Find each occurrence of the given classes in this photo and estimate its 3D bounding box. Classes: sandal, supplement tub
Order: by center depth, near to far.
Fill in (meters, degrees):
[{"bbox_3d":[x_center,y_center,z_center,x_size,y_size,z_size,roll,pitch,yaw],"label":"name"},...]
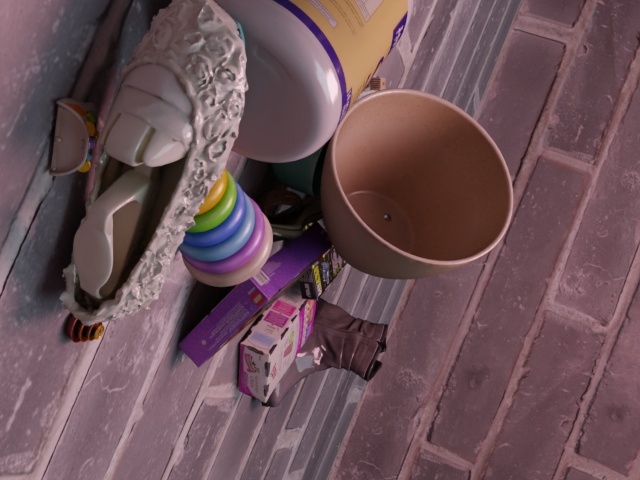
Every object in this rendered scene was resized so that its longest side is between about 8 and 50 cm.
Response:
[{"bbox_3d":[-0.025,-0.285,1.124,0.331,0.241,0.241,-57,160,-36],"label":"supplement tub"},{"bbox_3d":[-0.076,-0.050,1.554,0.303,0.120,0.086,-38,115,-66],"label":"sandal"}]

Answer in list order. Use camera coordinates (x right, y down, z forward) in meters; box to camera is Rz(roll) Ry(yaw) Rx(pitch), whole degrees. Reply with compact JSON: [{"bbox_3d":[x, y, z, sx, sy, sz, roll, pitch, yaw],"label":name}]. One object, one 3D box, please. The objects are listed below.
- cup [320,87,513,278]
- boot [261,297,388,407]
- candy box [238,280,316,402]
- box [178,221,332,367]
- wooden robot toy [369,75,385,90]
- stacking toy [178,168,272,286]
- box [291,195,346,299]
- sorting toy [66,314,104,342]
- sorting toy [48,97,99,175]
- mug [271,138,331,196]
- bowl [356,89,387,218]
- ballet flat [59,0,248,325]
[{"bbox_3d":[0.131,-0.061,1.532,0.331,0.331,0.237,-58,-176,-34],"label":"cup"},{"bbox_3d":[0.019,0.278,2.043,0.338,0.222,0.118,-57,161,-38],"label":"boot"},{"bbox_3d":[-0.089,0.205,1.866,0.233,0.071,0.159,-55,159,-44],"label":"candy box"},{"bbox_3d":[-0.104,0.088,1.533,0.201,0.057,0.293,-44,178,30],"label":"box"},{"bbox_3d":[0.106,-0.271,1.912,0.079,0.076,0.173,-8,118,-60],"label":"wooden robot toy"},{"bbox_3d":[-0.169,-0.067,1.178,0.141,0.141,0.330,-63,157,-21],"label":"stacking toy"},{"bbox_3d":[0.000,0.000,1.851,0.184,0.045,0.191,-46,134,-51],"label":"box"},{"bbox_3d":[-0.281,0.088,1.120,0.102,0.042,0.061,-67,164,-8],"label":"sorting toy"},{"bbox_3d":[-0.259,-0.116,0.953,0.075,0.044,0.083,-81,-175,-66],"label":"sorting toy"},{"bbox_3d":[-0.024,-0.158,1.559,0.158,0.097,0.130,-46,152,-56],"label":"mug"},{"bbox_3d":[0.094,-0.147,1.806,0.156,0.289,0.289,-21,-153,47],"label":"bowl"},{"bbox_3d":[-0.192,-0.068,0.962,0.147,0.147,0.409,-38,154,-61],"label":"ballet flat"}]
